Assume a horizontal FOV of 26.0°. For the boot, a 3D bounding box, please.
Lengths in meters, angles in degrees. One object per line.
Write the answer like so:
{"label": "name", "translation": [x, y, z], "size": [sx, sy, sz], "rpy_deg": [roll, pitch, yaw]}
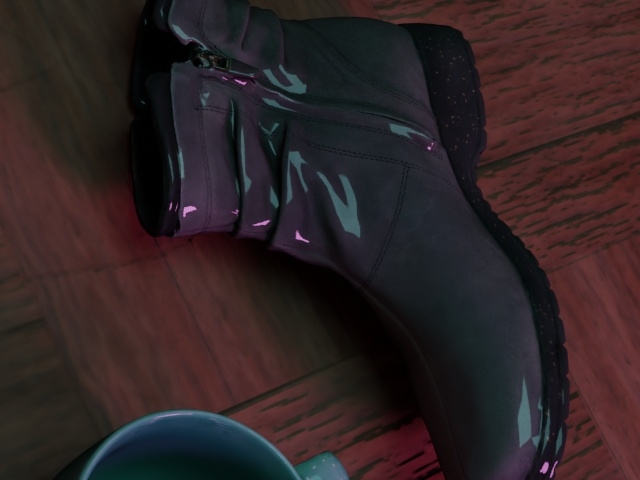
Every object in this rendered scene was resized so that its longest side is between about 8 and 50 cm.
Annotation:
{"label": "boot", "translation": [0.000, 0.000, 0.798], "size": [0.223, 0.118, 0.338], "rpy_deg": [5, 53, -29]}

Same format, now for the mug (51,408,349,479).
{"label": "mug", "translation": [-0.066, 0.158, 0.663], "size": [0.158, 0.097, 0.129], "rpy_deg": [17, 58, -28]}
